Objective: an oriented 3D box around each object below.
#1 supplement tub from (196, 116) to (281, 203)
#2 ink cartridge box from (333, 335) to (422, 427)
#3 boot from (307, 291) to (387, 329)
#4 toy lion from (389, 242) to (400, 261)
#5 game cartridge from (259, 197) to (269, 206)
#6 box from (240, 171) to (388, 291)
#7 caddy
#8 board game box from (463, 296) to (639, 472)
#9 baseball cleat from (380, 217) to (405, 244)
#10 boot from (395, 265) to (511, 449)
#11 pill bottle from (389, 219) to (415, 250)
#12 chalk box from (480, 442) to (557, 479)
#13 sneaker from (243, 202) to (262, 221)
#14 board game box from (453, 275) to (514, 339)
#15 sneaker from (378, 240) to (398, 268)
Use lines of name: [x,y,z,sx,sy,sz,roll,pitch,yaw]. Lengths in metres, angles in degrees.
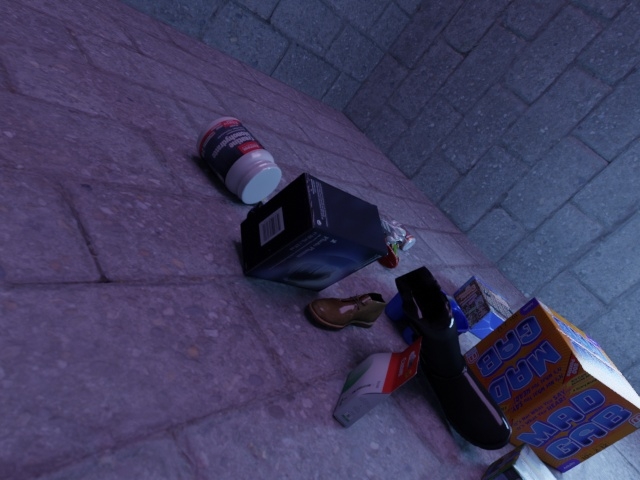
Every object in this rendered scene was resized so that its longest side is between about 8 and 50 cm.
supplement tub: [-0.283,-0.279,1.539,0.272,0.191,0.191,48,24,18]
ink cartridge box: [0.138,0.317,1.053,0.056,0.224,0.181,42,23,2]
boot: [0.088,0.196,1.340,0.305,0.115,0.112,10,39,-47]
toy lion: [0.329,0.058,2.006,0.034,0.096,0.100,-2,74,-7]
game cartridge: [-0.213,-0.149,1.634,0.083,0.017,0.056,49,21,21]
box: [-0.020,-0.004,1.264,0.294,0.296,0.182,18,51,-40]
caddy: [0.401,0.259,1.613,0.341,0.179,0.241,12,37,-48]
board game box: [0.796,0.498,1.545,0.357,0.356,0.356,33,25,-17]
baseball cleat: [0.314,-0.047,2.169,0.206,0.072,0.109,20,60,7]
boot: [0.361,0.325,1.199,0.367,0.146,0.445,50,-15,46]
pill bottle: [0.404,-0.029,2.251,0.086,0.086,0.152,2,44,-55]
chalk box: [0.502,0.643,1.136,0.213,0.132,0.132,2,44,-54]
sneaker: [-0.134,-0.029,1.438,0.232,0.090,0.081,33,24,-14]
board game box: [0.788,0.345,2.084,0.232,0.141,0.291,34,24,-14]
sneaker: [0.285,0.033,1.963,0.128,0.087,0.221,-1,47,-53]
